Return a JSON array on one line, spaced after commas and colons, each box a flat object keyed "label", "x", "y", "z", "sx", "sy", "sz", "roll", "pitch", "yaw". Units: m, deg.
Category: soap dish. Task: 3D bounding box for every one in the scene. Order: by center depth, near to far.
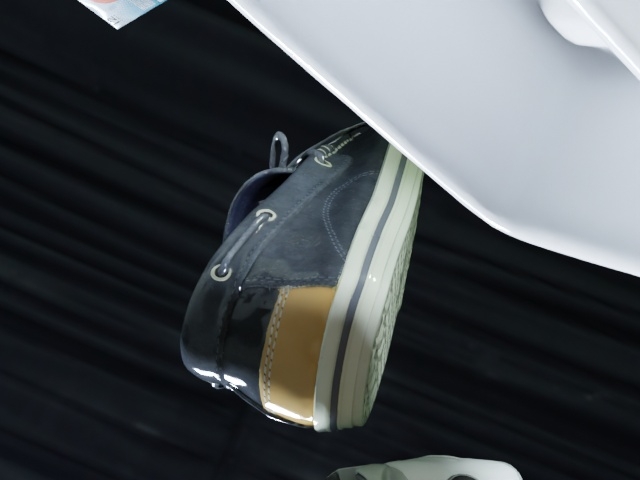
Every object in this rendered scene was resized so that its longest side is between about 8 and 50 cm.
[{"label": "soap dish", "x": 0.073, "y": -0.098, "z": 0.487, "sx": 0.229, "sy": 0.291, "sz": 0.118, "roll": 18, "pitch": -108, "yaw": 54}]

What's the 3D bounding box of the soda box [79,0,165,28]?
[{"label": "soda box", "x": -0.177, "y": -0.220, "z": 1.005, "sx": 0.058, "sy": 0.183, "sz": 0.063, "roll": -23, "pitch": -134, "yaw": 38}]

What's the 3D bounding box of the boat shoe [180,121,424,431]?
[{"label": "boat shoe", "x": 0.000, "y": 0.000, "z": 1.265, "sx": 0.500, "sy": 0.156, "sz": 0.187, "roll": -64, "pitch": 162, "yaw": -68}]

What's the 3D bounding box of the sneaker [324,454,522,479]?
[{"label": "sneaker", "x": 0.043, "y": 0.232, "z": 1.137, "sx": 0.330, "sy": 0.146, "sz": 0.122, "roll": -36, "pitch": -114, "yaw": 61}]
